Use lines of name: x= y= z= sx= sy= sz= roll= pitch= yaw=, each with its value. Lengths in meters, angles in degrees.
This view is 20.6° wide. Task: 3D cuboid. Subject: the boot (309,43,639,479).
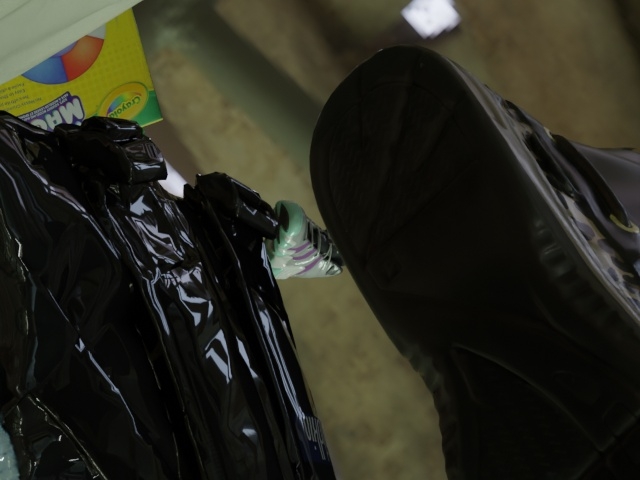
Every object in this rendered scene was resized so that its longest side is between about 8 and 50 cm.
boot: x=0.169 y=0.080 z=0.886 sx=0.138 sy=0.377 sz=0.284 roll=-42 pitch=152 yaw=26

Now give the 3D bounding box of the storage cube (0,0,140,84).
storage cube: x=-0.169 y=-0.221 z=0.928 sx=0.215 sy=0.193 sz=0.183 roll=-31 pitch=169 yaw=3

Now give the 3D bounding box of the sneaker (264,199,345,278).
sneaker: x=0.000 y=0.000 z=1.173 sx=0.098 sy=0.069 sz=0.038 roll=119 pitch=-27 yaw=-71

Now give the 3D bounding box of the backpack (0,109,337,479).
backpack: x=-0.084 y=0.173 z=0.593 sx=0.273 sy=0.355 sz=0.290 roll=-30 pitch=169 yaw=9

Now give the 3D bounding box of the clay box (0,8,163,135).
clay box: x=-0.197 y=-0.145 z=1.268 sx=0.127 sy=0.222 sz=0.053 roll=-23 pitch=-162 yaw=-24
